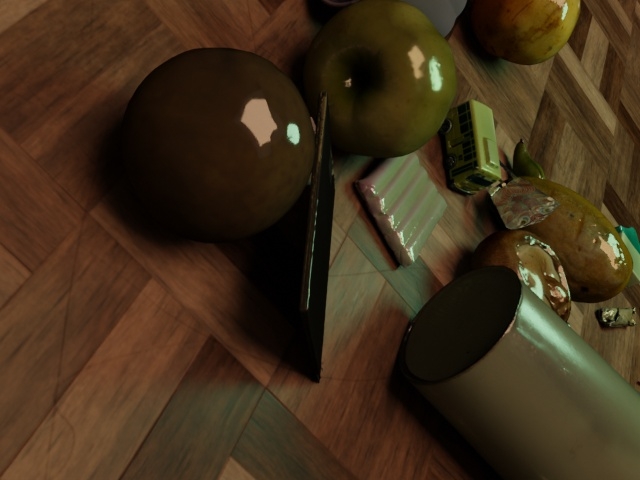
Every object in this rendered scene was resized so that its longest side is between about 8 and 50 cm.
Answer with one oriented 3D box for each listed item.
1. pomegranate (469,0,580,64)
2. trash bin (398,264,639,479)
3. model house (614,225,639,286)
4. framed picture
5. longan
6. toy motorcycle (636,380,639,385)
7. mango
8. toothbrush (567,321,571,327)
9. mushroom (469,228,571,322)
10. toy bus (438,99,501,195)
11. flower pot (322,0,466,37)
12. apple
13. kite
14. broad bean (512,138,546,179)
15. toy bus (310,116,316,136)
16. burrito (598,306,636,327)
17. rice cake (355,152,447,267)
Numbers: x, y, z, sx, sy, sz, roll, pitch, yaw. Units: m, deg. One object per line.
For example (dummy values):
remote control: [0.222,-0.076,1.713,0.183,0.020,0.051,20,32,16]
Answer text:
pomegranate: [0.495,-0.547,1.803,0.264,0.264,0.264,23,56,-39]
trash bin: [0.359,0.269,1.265,0.432,0.280,0.280,44,45,-19]
model house: [0.741,0.032,1.911,0.127,0.100,0.149,48,46,-20]
framed picture: [0.000,0.000,1.081,0.255,0.014,0.339,82,12,-61]
longan: [-0.126,-0.119,0.963,0.258,0.258,0.258,23,56,-39]
toy motorcycle: [0.700,0.401,1.638,0.102,0.221,0.150,19,14,-43]
mango: [0.508,-0.009,1.606,0.176,0.176,0.330,-28,72,-25]
toothbrush: [0.540,0.310,1.620,0.030,0.030,0.297,54,33,-54]
mushroom: [0.385,0.094,1.459,0.253,0.153,0.253,32,42,-34]
toy bus: [0.310,-0.191,1.560,0.088,0.101,0.175,16,62,-42]
flower pot: [0.150,-0.495,1.426,0.243,0.265,0.265,28,52,-48]
apple: [0.107,-0.277,1.295,0.279,0.279,0.279,23,56,-39]
kite: [0.389,-0.115,1.576,0.127,0.016,0.229,-20,54,-14]
broad bean: [0.486,-0.073,1.718,0.075,0.067,0.325,40,40,-81]
toy bus: [-0.054,-0.161,1.207,0.130,0.037,0.052,-27,94,-49]
burrito: [0.738,0.189,1.880,0.171,0.042,0.051,7,70,-48]
rice cake: [0.151,-0.076,1.384,0.189,0.037,0.198,59,41,-9]
